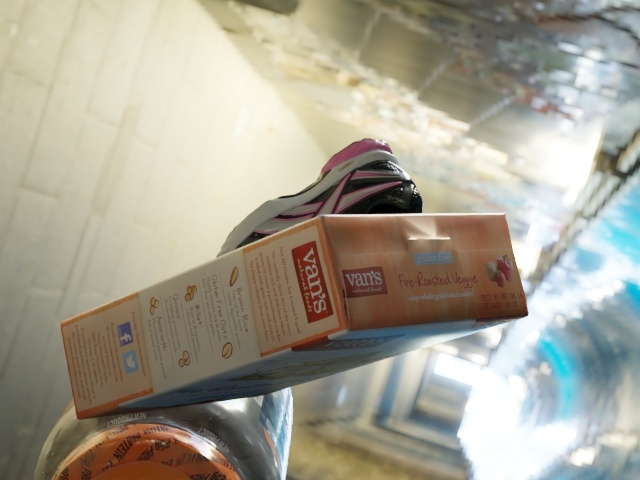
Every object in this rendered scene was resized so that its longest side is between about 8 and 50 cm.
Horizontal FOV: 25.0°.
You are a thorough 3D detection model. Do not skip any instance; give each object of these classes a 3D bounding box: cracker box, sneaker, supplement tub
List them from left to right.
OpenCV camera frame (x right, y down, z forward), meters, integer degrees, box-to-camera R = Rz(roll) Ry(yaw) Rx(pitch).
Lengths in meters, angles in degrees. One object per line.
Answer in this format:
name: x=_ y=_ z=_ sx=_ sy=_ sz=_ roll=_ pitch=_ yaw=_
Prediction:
supplement tub: x=-0.123 y=0.180 z=1.181 sx=0.316 sy=0.194 sz=0.193 roll=-82 pitch=-173 yaw=-78
cracker box: x=-0.019 y=0.046 z=0.838 sx=0.156 sy=0.232 sz=0.067 roll=-1 pitch=75 yaw=-46
sneaker: x=0.000 y=0.000 z=1.078 sx=0.178 sy=0.077 sz=0.072 roll=-41 pitch=146 yaw=-3
